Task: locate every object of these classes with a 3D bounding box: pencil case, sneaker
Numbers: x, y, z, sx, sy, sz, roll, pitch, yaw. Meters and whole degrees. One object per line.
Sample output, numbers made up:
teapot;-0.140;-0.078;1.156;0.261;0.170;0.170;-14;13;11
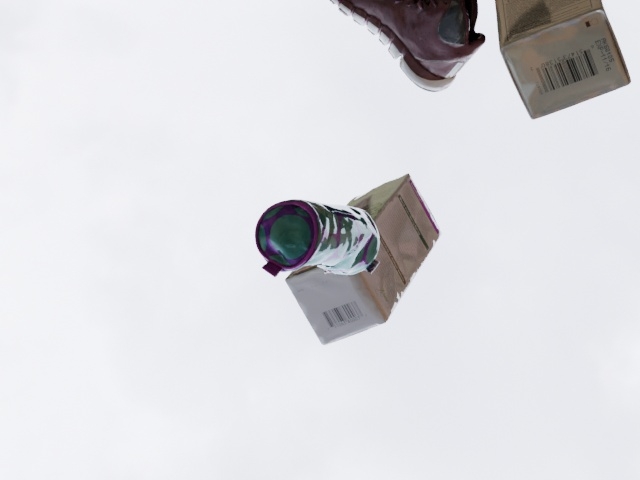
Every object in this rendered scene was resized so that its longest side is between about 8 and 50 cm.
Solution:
pencil case;0.000;0.000;1.115;0.064;0.152;0.070;33;-80;23
sneaker;0.127;-0.357;1.763;0.281;0.162;0.106;43;-137;-8

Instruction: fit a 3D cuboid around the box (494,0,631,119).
box;0.324;-0.311;1.712;0.148;0.121;0.311;-19;-149;19

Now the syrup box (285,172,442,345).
syrup box;0.057;0.018;1.475;0.096;0.093;0.237;60;-149;-12
